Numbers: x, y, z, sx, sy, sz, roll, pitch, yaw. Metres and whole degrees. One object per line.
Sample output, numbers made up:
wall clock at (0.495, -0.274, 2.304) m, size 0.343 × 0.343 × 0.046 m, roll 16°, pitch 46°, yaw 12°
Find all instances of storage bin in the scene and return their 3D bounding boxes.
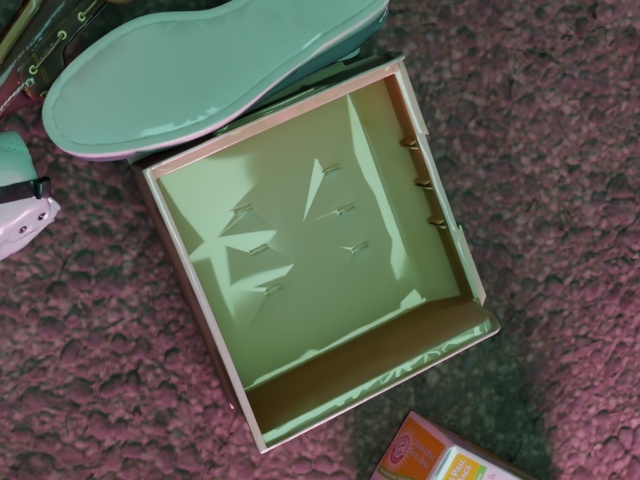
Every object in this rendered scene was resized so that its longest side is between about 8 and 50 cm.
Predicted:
storage bin at (0.000, 0.000, 1.176) m, size 0.260 × 0.123 × 0.262 m, roll -25°, pitch 106°, yaw -14°

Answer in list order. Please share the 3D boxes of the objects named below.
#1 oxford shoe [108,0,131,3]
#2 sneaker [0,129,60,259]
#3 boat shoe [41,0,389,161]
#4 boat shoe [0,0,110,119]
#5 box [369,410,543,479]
oxford shoe at (-0.113, -0.317, 1.072) m, size 0.097 × 0.098 × 0.271 m, roll 28°, pitch 79°, yaw -28°
sneaker at (-0.271, 0.033, 1.086) m, size 0.151 × 0.094 × 0.256 m, roll -21°, pitch 128°, yaw -29°
boat shoe at (-0.081, -0.144, 1.130) m, size 0.319 × 0.099 × 0.116 m, roll -30°, pitch 75°, yaw -15°
boat shoe at (-0.231, -0.152, 1.095) m, size 0.073 × 0.073 × 0.207 m, roll 34°, pitch 87°, yaw -19°
box at (0.158, 0.262, 1.279) m, size 0.203 × 0.114 × 0.103 m, roll 30°, pitch 90°, yaw -21°
